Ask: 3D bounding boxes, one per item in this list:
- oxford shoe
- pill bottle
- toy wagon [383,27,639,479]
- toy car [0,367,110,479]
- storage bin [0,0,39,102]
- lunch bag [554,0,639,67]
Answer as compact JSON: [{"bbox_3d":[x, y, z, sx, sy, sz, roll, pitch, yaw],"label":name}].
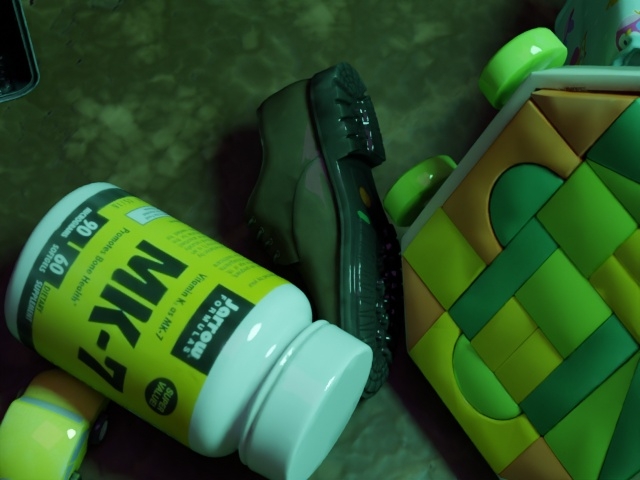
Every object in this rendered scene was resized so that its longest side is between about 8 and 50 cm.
[{"bbox_3d":[0.000,0.000,0.860,0.096,0.083,0.227,-16,71,23],"label":"oxford shoe"},{"bbox_3d":[-0.080,0.059,0.782,0.208,0.119,0.119,28,65,17],"label":"pill bottle"},{"bbox_3d":[0.176,0.002,0.724,0.068,0.344,0.267,-17,63,-43],"label":"toy wagon"},{"bbox_3d":[-0.221,0.196,0.752,0.225,0.053,0.239,-11,65,-9],"label":"toy car"},{"bbox_3d":[-0.271,-0.167,0.858,0.122,0.180,0.084,-17,65,-12],"label":"storage bin"},{"bbox_3d":[0.300,-0.101,0.857,0.262,0.160,0.223,20,42,-3],"label":"lunch bag"}]
